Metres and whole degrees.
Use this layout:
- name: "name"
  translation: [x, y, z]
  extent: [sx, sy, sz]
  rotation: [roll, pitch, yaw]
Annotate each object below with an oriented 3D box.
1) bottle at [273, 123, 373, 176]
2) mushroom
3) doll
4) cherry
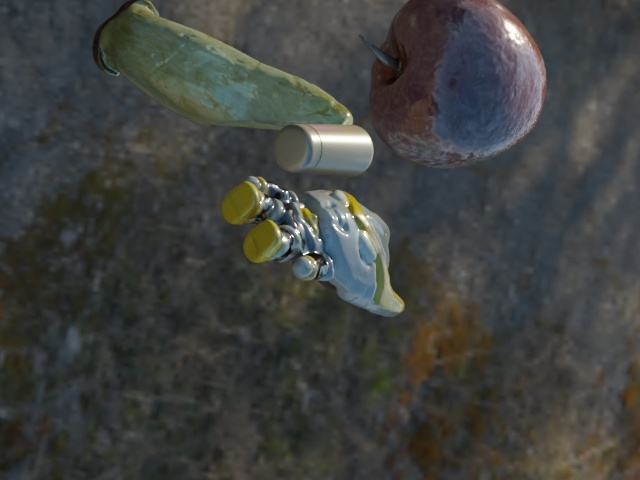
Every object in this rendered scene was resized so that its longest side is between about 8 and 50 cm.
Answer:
- name: "bottle"
  translation: [0.002, -0.077, 1.371]
  extent: [0.096, 0.045, 0.045]
  rotation: [0, 98, -56]
- name: "mushroom"
  translation: [-0.123, -0.185, 1.953]
  extent: [0.107, 0.333, 0.087]
  rotation: [-60, 165, -5]
- name: "doll"
  translation: [-0.002, -0.004, 1.751]
  extent: [0.103, 0.145, 0.316]
  rotation: [-60, 152, 9]
- name: "cherry"
  translation: [0.170, -0.211, 2.150]
  extent: [0.285, 0.213, 0.236]
  rotation: [21, 114, -29]
